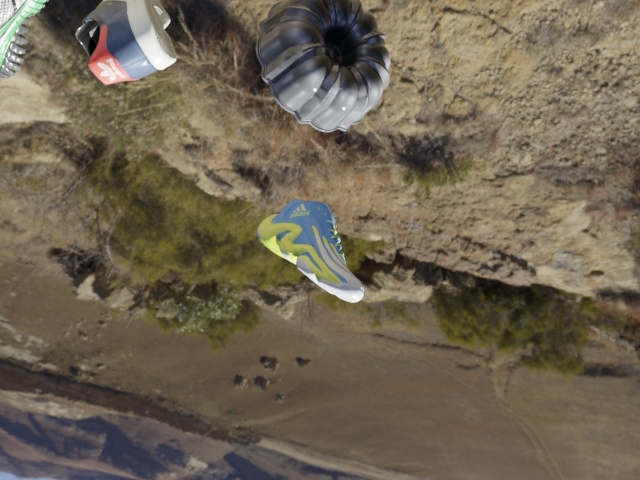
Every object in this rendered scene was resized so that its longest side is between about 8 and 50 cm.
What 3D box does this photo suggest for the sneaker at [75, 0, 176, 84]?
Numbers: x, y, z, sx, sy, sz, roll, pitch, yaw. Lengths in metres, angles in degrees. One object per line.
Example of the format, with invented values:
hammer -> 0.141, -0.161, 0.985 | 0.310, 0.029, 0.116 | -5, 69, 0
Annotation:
sneaker -> -0.365, -0.400, 0.909 | 0.148, 0.350, 0.131 | -26, 134, 4

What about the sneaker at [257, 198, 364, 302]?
sneaker -> 0.000, 0.000, 0.849 | 0.240, 0.126, 0.091 | 34, 173, 29

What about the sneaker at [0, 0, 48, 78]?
sneaker -> -0.540, -0.404, 0.795 | 0.134, 0.146, 0.343 | 51, 122, 14

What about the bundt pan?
bundt pan -> 0.029, -0.421, 1.120 | 0.331, 0.331, 0.124 | 31, 155, -24
